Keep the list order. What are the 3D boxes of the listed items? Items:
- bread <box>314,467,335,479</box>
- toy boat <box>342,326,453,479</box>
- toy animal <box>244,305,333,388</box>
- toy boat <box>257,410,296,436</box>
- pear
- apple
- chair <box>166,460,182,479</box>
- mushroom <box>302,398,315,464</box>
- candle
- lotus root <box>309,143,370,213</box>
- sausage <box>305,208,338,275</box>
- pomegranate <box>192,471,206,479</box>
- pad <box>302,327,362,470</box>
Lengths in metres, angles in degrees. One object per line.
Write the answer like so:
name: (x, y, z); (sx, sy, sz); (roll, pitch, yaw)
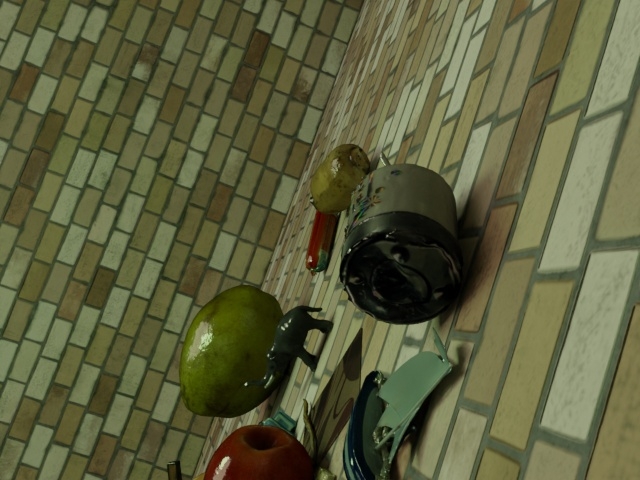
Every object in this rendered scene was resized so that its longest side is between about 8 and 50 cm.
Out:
bread: (-0.012, 0.498, 1.324); (0.068, 0.028, 0.153); (149, 142, -78)
toy boat: (0.106, 0.259, 1.039); (0.291, 0.070, 0.210); (131, 156, -58)
toy animal: (-0.070, 0.281, 1.812); (0.269, 0.137, 0.082); (-60, 13, 6)
toy boat: (-0.136, 0.514, 1.808); (0.098, 0.109, 0.238); (-49, -7, -50)
pear: (-0.253, 0.339, 2.159); (0.413, 0.352, 0.352); (-67, 8, -10)
apple: (-0.121, 0.478, 1.402); (0.218, 0.218, 0.201); (-107, 26, -75)
chair: (-0.252, 0.701, 1.515); (0.240, 0.203, 0.416); (-15, -87, -74)
mushroom: (-0.026, 0.416, 1.584); (0.286, 0.028, 0.026); (-98, -13, -73)
candle: (0.130, -0.027, 1.152); (0.330, 0.187, 0.187); (-80, 14, -52)
lotus root: (0.051, -0.168, 2.070); (0.160, 0.146, 0.284); (-52, 4, -37)
sausage: (0.000, 0.000, 2.194); (0.083, 0.083, 0.264); (122, 165, -51)
pomegranate: (-0.248, 0.674, 1.793); (0.209, 0.209, 0.209); (-159, 90, -81)
pad: (0.017, 0.363, 1.516); (0.220, 0.004, 0.330); (-83, 16, -55)
